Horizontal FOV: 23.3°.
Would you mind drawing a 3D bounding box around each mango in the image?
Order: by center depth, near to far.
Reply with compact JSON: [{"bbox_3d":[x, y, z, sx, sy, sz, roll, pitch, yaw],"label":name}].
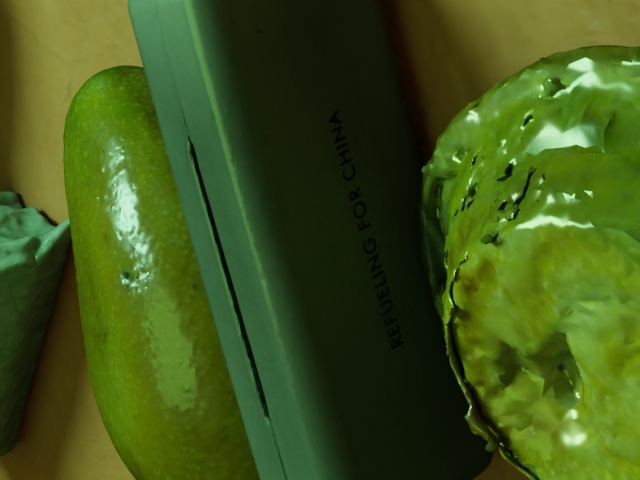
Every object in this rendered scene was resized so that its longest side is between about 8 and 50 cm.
[{"bbox_3d":[-0.063,0.027,0.712,0.136,0.099,0.227,-25,83,69],"label":"mango"}]

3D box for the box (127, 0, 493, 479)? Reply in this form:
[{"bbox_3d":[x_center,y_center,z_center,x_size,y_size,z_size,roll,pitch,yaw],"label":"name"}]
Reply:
[{"bbox_3d":[0.000,0.000,0.635,0.055,0.103,0.243,-2,108,47],"label":"box"}]

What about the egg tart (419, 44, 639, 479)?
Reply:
[{"bbox_3d":[0.114,0.032,0.564,0.213,0.090,0.212,23,127,34],"label":"egg tart"}]

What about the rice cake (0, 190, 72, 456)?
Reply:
[{"bbox_3d":[-0.195,0.058,0.866,0.063,0.069,0.206,40,132,22],"label":"rice cake"}]
